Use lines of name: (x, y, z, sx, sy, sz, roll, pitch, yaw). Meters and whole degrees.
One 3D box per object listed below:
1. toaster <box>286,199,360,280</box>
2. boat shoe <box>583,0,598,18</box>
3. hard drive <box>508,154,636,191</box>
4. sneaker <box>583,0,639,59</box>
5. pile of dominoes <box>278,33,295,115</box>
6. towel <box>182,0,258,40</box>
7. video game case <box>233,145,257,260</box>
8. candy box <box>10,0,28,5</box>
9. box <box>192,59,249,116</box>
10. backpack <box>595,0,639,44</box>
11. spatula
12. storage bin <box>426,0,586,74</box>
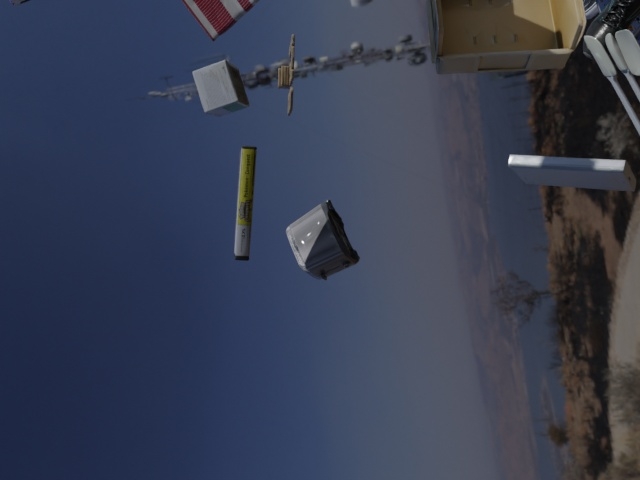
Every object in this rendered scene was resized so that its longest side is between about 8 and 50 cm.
toaster: (0.000, 0.000, 1.711, 0.129, 0.146, 0.227, 40, -157, -59)
boat shoe: (0.891, -0.850, 1.893, 0.108, 0.102, 0.301, -85, 19, -57)
hard drive: (0.722, -0.194, 1.744, 0.203, 0.307, 0.040, 20, -99, -53)
sneaker: (0.758, -0.588, 1.535, 0.101, 0.267, 0.106, 40, -168, 25)
pile of dominoes: (-0.098, -0.454, 1.693, 0.251, 0.040, 0.196, -117, 29, -81)
towel: (-0.293, -0.796, 1.846, 0.237, 0.329, 0.037, 53, -143, -13)
video game case: (-0.183, -0.092, 1.439, 0.275, 0.035, 0.249, -150, 64, -79)
candy box: (-0.437, -0.455, 0.898, 0.196, 0.070, 0.165, -102, -6, -59)
box: (-0.230, -0.352, 1.415, 0.101, 0.087, 0.102, -30, -76, -80)
backpack: (0.915, -0.705, 1.730, 0.276, 0.213, 0.264, 66, -176, -79)
spatula: (0.543, -0.252, 1.038, 0.242, 0.019, 0.168, 54, -177, -13)
storage bin: (0.340, -0.462, 1.164, 0.123, 0.262, 0.261, 80, -171, -70)
